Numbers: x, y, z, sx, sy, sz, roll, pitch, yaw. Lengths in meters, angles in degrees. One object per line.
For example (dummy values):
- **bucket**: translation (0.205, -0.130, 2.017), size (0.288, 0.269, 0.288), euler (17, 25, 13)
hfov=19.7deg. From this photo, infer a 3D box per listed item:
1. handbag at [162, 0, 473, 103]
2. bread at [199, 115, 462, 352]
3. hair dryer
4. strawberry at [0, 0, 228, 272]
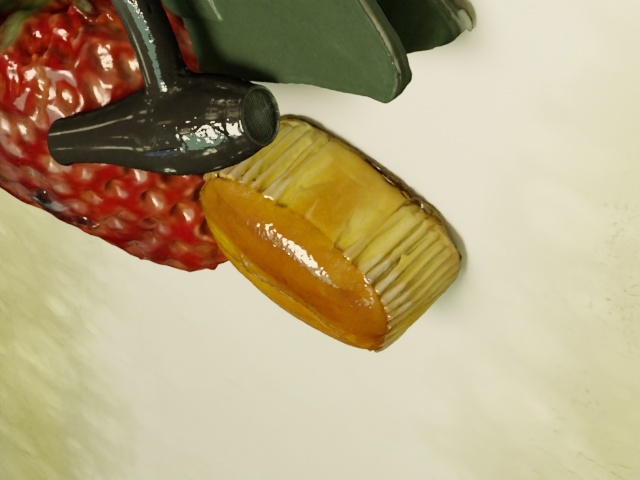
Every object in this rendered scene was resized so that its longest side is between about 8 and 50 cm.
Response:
- **handbag**: translation (-0.056, -0.204, 1.184), size (0.260, 0.079, 0.247), euler (12, 145, 51)
- **bread**: translation (0.000, 0.000, 1.390), size (0.190, 0.114, 0.132), euler (40, 156, 15)
- **hair dryer**: translation (-0.141, -0.141, 1.264), size (0.195, 0.075, 0.219), euler (-3, 122, 37)
- **strawberry**: translation (-0.194, -0.083, 1.476), size (0.253, 0.150, 0.280), euler (17, 143, 35)
